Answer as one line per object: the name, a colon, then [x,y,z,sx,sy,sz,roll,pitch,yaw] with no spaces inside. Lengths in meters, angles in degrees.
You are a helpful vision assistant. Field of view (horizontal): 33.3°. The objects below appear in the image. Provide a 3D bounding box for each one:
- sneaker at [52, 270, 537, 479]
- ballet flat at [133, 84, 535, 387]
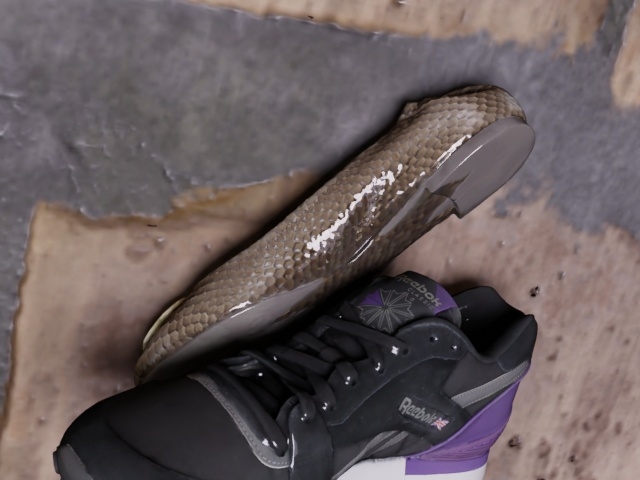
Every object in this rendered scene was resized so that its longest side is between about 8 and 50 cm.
sneaker: [0.003,0.066,0.530,0.283,0.107,0.124,0,122,-48]
ballet flat: [0.000,0.000,0.565,0.250,0.058,0.084,-38,152,6]
